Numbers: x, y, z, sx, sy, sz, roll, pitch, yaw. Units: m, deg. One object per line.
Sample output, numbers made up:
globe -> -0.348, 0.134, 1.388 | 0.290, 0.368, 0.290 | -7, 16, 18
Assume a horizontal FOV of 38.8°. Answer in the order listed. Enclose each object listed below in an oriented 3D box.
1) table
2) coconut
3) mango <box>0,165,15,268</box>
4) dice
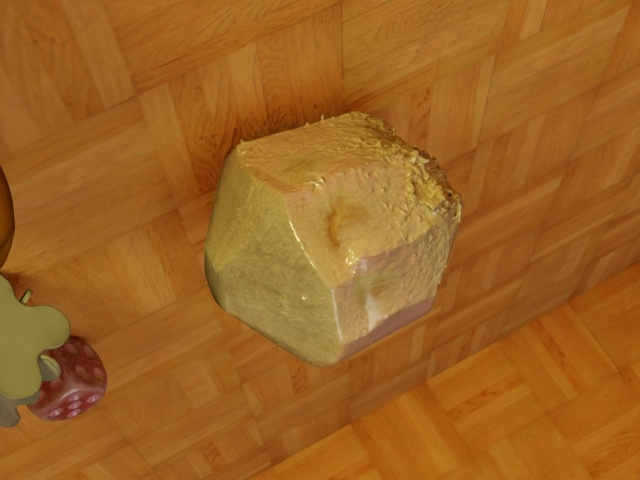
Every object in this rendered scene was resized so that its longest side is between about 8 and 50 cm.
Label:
table -> -0.421, 0.158, 1.119 | 0.167, 0.166, 0.198 | -8, 154, -43
coconut -> 0.000, 0.000, 1.143 | 0.310, 0.297, 0.297 | -24, 155, -30
mango -> -0.380, -0.051, 0.758 | 0.187, 0.144, 0.359 | -51, 155, 4
dice -> -0.373, 0.201, 1.316 | 0.094, 0.093, 0.091 | -39, 155, 12
